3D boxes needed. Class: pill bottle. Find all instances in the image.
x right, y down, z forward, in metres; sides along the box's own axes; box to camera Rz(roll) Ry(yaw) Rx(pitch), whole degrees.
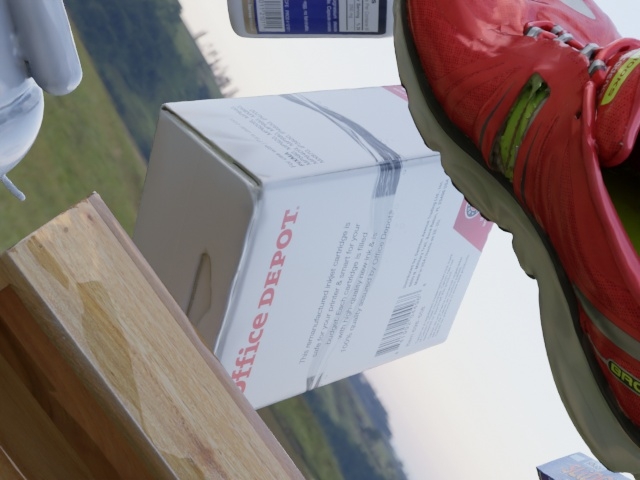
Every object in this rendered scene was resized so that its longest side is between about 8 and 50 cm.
[{"bbox_3d":[0.029,-0.310,1.201,0.153,0.264,0.153,1,90,-88],"label":"pill bottle"}]

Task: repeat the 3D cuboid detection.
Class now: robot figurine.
[{"bbox_3d":[-0.367,-0.188,0.937,0.200,0.299,0.354,-68,157,-58],"label":"robot figurine"}]

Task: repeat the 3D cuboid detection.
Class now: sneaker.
[{"bbox_3d":[0.115,-0.045,0.401,0.118,0.107,0.279,97,-26,-56],"label":"sneaker"}]

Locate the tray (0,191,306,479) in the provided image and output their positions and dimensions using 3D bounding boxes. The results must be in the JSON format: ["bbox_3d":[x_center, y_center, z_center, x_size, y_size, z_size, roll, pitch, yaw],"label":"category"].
[{"bbox_3d":[-0.075,0.193,0.566,0.411,0.202,0.076,55,38,-9],"label":"tray"}]

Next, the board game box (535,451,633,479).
[{"bbox_3d":[0.194,0.240,0.619,0.136,0.035,0.201,-170,-117,-80],"label":"board game box"}]

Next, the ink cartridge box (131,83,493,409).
[{"bbox_3d":[0.000,0.000,0.762,0.114,0.272,0.197,38,-56,33],"label":"ink cartridge box"}]
